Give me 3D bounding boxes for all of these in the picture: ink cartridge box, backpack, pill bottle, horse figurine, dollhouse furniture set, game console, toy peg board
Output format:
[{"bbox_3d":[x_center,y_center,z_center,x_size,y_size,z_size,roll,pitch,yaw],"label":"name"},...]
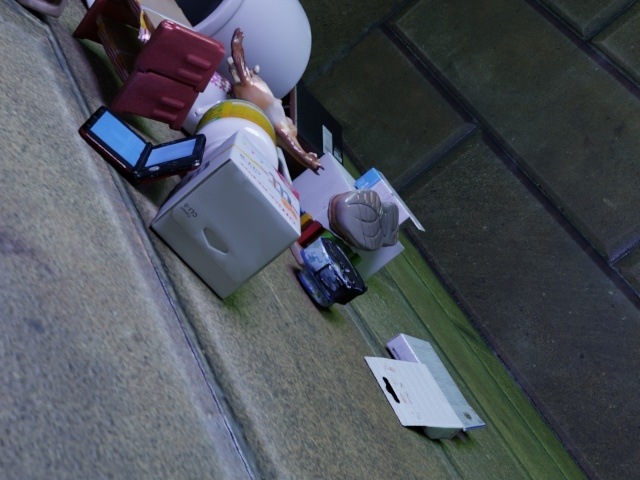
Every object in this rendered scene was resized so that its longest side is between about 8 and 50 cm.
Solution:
[{"bbox_3d":[0.155,0.278,1.176,0.179,0.045,0.145,14,34,-42],"label":"ink cartridge box"},{"bbox_3d":[0.012,0.056,1.154,0.114,0.084,0.105,59,12,16],"label":"backpack"},{"bbox_3d":[0.163,-0.077,1.571,0.180,0.060,0.104,54,12,11],"label":"ink cartridge box"},{"bbox_3d":[-0.134,-0.130,1.036,0.136,0.136,0.246,47,11,-20],"label":"pill bottle"},{"bbox_3d":[-0.096,-0.241,1.199,0.263,0.066,0.174,54,10,-36],"label":"horse figurine"},{"bbox_3d":[-0.335,-0.308,0.890,0.374,0.152,0.201,12,37,-46],"label":"dollhouse furniture set"},{"bbox_3d":[-0.218,-0.134,0.853,0.144,0.124,0.085,-104,180,-66],"label":"game console"},{"bbox_3d":[0.000,0.000,1.319,0.161,0.079,0.161,39,15,-49],"label":"toy peg board"},{"bbox_3d":[-0.111,-0.038,0.843,0.128,0.127,0.176,48,12,-17],"label":"ink cartridge box"},{"bbox_3d":[0.240,0.302,1.383,0.224,0.045,0.223,57,12,25],"label":"ink cartridge box"}]

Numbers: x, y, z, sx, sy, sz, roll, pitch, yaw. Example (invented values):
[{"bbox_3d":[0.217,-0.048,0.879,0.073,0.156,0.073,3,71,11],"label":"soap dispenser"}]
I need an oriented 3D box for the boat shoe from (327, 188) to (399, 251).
[{"bbox_3d":[0.070,-0.037,1.365,0.324,0.116,0.123,19,76,-68],"label":"boat shoe"}]

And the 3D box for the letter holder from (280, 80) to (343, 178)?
[{"bbox_3d":[-0.095,-0.265,1.725,0.302,0.214,0.152,32,53,-62],"label":"letter holder"}]

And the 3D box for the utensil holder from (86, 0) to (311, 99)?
[{"bbox_3d":[-0.215,-0.462,1.338,0.327,0.327,0.385,54,9,16],"label":"utensil holder"}]

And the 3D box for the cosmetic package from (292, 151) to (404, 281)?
[{"bbox_3d":[0.061,-0.061,1.636,0.224,0.138,0.225,45,11,-31],"label":"cosmetic package"}]

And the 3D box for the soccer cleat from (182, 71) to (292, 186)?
[{"bbox_3d":[-0.155,-0.191,1.208,0.331,0.116,0.143,40,12,-48],"label":"soccer cleat"}]
